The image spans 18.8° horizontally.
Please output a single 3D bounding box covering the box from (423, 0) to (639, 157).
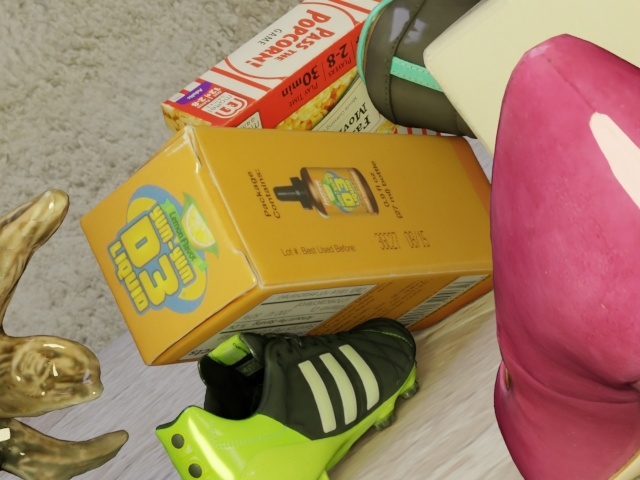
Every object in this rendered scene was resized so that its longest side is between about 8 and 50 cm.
[{"bbox_3d":[0.207,-0.125,0.760,0.311,0.121,0.148,-34,5,33],"label":"box"}]

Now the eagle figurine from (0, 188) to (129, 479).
[{"bbox_3d":[-0.171,0.159,0.636,0.226,0.225,0.298,85,-170,-48],"label":"eagle figurine"}]

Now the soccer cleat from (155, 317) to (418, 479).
[{"bbox_3d":[-0.009,0.062,0.816,0.060,0.072,0.179,-34,4,29],"label":"soccer cleat"}]

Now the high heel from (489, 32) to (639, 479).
[{"bbox_3d":[0.065,0.008,0.488,0.082,0.117,0.244,-37,4,-1],"label":"high heel"}]

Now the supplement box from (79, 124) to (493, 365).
[{"bbox_3d":[0.000,0.000,0.880,0.080,0.078,0.233,-34,-17,28],"label":"supplement box"}]

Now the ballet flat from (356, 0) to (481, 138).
[{"bbox_3d":[0.147,-0.089,0.974,0.280,0.095,0.096,-14,28,-36],"label":"ballet flat"}]

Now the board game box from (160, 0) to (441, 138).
[{"bbox_3d":[0.001,-0.025,1.008,0.045,0.193,0.147,25,52,37],"label":"board game box"}]
